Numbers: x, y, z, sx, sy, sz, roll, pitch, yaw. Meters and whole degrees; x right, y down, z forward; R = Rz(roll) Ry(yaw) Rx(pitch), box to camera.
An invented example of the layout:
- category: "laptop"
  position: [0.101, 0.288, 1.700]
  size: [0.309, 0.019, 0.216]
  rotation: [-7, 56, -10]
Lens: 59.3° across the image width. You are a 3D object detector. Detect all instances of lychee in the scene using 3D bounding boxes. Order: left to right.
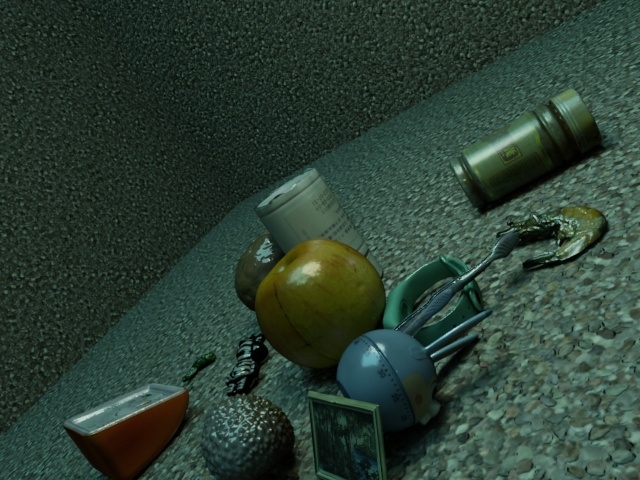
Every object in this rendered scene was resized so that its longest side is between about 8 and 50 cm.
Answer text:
- category: "lychee"
  position: [-0.121, 0.359, 0.983]
  size: [0.165, 0.197, 0.165]
  rotation: [-38, -25, -22]

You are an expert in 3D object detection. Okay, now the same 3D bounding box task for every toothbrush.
- category: "toothbrush"
  position: [0.207, 0.114, 1.011]
  size: [0.413, 0.035, 0.042]
  rotation: [-39, 1, -11]

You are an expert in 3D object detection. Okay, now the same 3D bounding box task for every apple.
- category: "apple"
  position: [-0.004, 0.131, 1.188]
  size: [0.286, 0.233, 0.286]
  rotation: [-45, 7, 7]

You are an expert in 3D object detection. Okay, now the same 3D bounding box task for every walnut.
- category: "walnut"
  position: [-0.124, 0.095, 1.592]
  size: [0.248, 0.248, 0.248]
  rotation: [-33, 16, 11]

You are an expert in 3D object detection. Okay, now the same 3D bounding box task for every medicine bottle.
- category: "medicine bottle"
  position: [0.000, 0.000, 1.437]
  size: [0.190, 0.332, 0.190]
  rotation: [-33, 11, 7]
- category: "medicine bottle"
  position: [0.488, -0.216, 1.362]
  size: [0.322, 0.151, 0.151]
  rotation: [-30, 17, 19]

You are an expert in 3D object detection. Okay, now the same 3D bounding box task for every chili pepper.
- category: "chili pepper"
  position: [-0.360, 0.368, 1.647]
  size: [0.118, 0.035, 0.055]
  rotation: [-36, -1, -17]

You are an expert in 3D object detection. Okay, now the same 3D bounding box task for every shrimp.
- category: "shrimp"
  position: [0.428, -0.005, 1.077]
  size: [0.217, 0.051, 0.150]
  rotation: [-13, 34, 46]

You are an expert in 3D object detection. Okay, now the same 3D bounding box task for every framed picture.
- category: "framed picture"
  position: [0.036, 0.307, 0.845]
  size: [0.011, 0.141, 0.183]
  rotation: [-4, -4, -34]

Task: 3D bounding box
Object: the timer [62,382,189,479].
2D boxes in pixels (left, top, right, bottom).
- category: "timer"
  position: [-0.471, 0.454, 1.415]
  size: [0.250, 0.161, 0.257]
  rotation: [-37, 14, -35]

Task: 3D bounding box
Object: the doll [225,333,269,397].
- category: "doll"
  position: [-0.181, 0.308, 1.396]
  size: [0.091, 0.067, 0.219]
  rotation: [-26, 24, 20]

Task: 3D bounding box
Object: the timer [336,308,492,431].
- category: "timer"
  position: [0.153, 0.214, 0.889]
  size: [0.256, 0.175, 0.175]
  rotation: [-6, 17, -2]

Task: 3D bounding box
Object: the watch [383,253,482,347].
- category: "watch"
  position: [0.220, 0.117, 1.111]
  size: [0.195, 0.068, 0.237]
  rotation: [-26, 19, 27]
